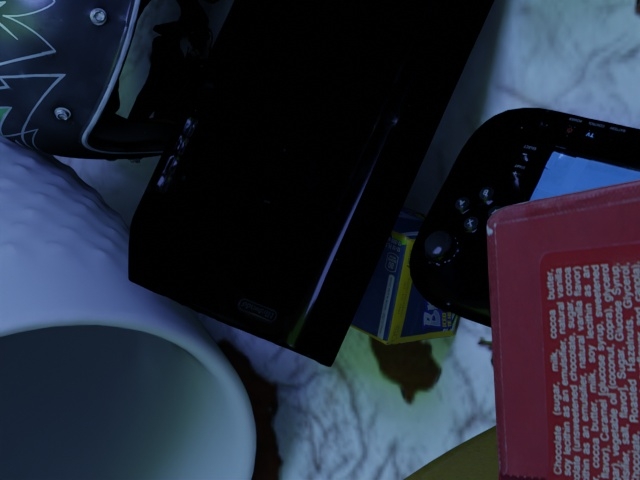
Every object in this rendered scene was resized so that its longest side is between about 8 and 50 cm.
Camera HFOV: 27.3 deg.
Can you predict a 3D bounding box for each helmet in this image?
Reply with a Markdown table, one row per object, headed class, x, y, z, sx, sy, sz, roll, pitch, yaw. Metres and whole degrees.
| class | x | y | z | sx | sy | sz | roll | pitch | yaw |
| --- | --- | --- | --- | --- | --- | --- | --- | --- | --- |
| helmet | -0.142 | -0.125 | 0.757 | 0.169 | 0.162 | 0.169 | -7 | 78 | 34 |

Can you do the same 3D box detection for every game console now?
| class | x | y | z | sx | sy | sz | roll | pitch | yaw |
| --- | --- | --- | --- | --- | --- | --- | --- | --- | --- |
| game console | 0.078 | -0.029 | 0.593 | 0.361 | 0.044 | 0.213 | 18 | 81 | 35 |

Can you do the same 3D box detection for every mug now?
| class | x | y | z | sx | sy | sz | roll | pitch | yaw |
| --- | --- | --- | --- | --- | --- | --- | --- | --- | --- |
| mug | -0.251 | 0.034 | 0.768 | 0.276 | 0.374 | 0.328 | -37 | 46 | -5 |

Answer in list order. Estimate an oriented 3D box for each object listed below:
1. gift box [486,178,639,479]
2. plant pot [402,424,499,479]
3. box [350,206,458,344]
| class | x | y | z | sx | sy | sz | roll | pitch | yaw |
| --- | --- | --- | --- | --- | --- | --- | --- | --- | --- |
| gift box | 0.223 | 0.095 | 0.333 | 0.276 | 0.258 | 0.255 | -1 | 90 | 61 |
| plant pot | 0.079 | 0.220 | 0.546 | 0.212 | 0.187 | 0.212 | 24 | 110 | 42 |
| box | 0.000 | 0.000 | 0.712 | 0.169 | 0.054 | 0.059 | 23 | 109 | 42 |
